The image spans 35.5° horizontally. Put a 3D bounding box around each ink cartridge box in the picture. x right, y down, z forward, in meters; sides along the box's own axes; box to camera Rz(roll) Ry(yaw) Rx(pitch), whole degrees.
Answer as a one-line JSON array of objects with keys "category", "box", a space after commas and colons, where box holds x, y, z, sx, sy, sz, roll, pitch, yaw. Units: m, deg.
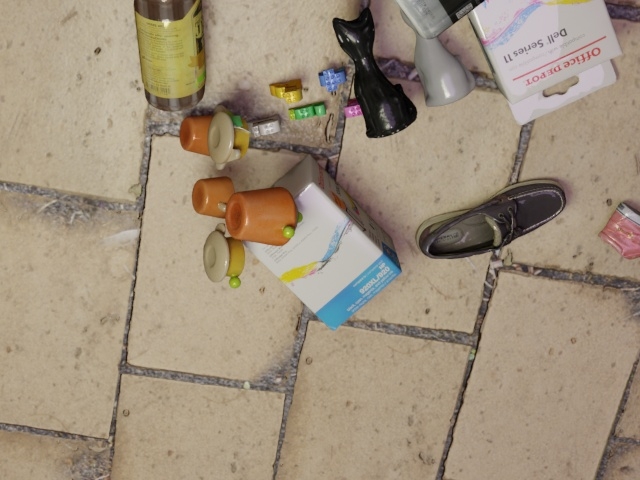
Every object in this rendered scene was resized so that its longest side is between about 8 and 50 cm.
[{"category": "ink cartridge box", "box": [0.363, -0.370, 1.668, 0.207, 0.119, 0.353, -25, 109, 8]}, {"category": "ink cartridge box", "box": [0.000, 0.000, 1.774, 0.168, 0.171, 0.233, -41, 107, 13]}]

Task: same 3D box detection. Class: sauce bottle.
[{"category": "sauce bottle", "box": [-0.241, -0.366, 1.590, 0.111, 0.111, 0.344, 1, 138, -2]}]

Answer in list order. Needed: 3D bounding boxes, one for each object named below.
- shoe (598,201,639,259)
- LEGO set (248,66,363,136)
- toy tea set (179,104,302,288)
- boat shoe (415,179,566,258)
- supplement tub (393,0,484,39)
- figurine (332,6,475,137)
[{"category": "shoe", "box": [0.605, 0.007, 1.857, 0.178, 0.063, 0.081, 31, 108, -7]}, {"category": "LEGO set", "box": [-0.022, -0.240, 1.722, 0.227, 0.093, 0.087, -13, 111, 3]}, {"category": "toy tea set", "box": [-0.130, -0.097, 1.674, 0.124, 0.336, 0.200, 1, 152, -32]}, {"category": "boat shoe", "box": [0.314, -0.027, 1.815, 0.285, 0.092, 0.103, -17, 111, 5]}, {"category": "supplement tub", "box": [0.227, -0.461, 1.472, 0.316, 0.193, 0.193, -35, 108, 10]}, {"category": "figurine", "box": [0.137, -0.309, 1.678, 0.215, 0.092, 0.209, -29, 107, -22]}]
